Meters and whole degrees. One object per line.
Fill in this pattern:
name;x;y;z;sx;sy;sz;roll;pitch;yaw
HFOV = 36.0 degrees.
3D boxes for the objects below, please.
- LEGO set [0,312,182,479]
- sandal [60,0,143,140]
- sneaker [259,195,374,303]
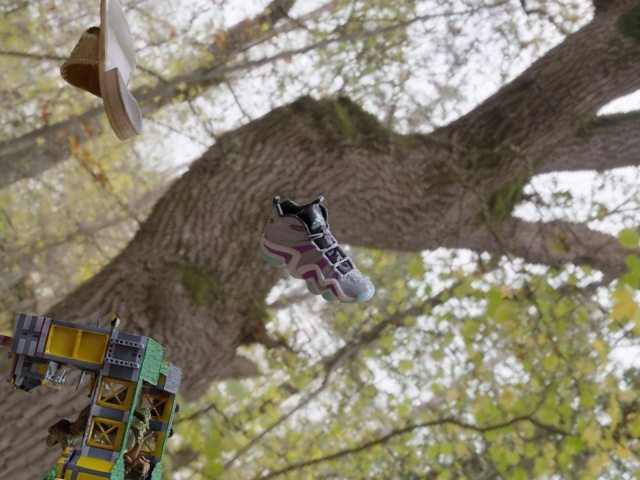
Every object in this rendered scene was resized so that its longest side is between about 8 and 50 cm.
LEGO set;-0.307;0.218;1.251;0.192;0.255;0.331;10;-5;5
sandal;-0.256;-0.193;1.108;0.088;0.079;0.240;67;5;-47
sneaker;0.000;0.000;0.714;0.098;0.038;0.069;26;-55;21
